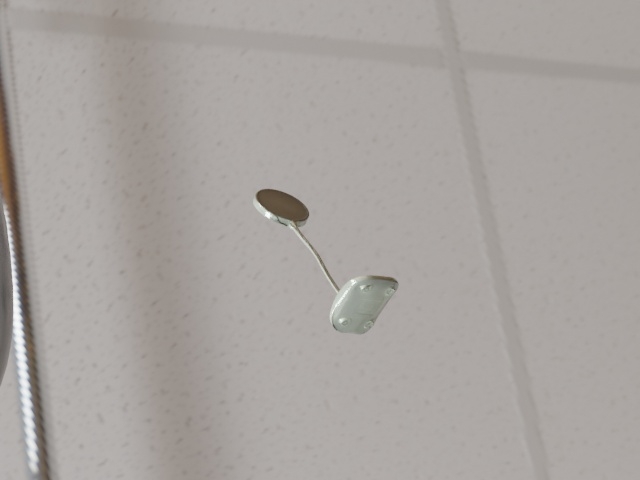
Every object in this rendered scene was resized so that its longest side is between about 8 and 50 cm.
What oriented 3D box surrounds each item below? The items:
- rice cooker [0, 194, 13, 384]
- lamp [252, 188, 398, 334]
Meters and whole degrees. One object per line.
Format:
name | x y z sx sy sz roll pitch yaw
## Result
rice cooker | -0.275 0.013 0.646 0.267 0.224 0.267 -4 -80 -22
lamp | 0.000 0.000 1.066 0.050 0.056 0.198 8 -151 -31
